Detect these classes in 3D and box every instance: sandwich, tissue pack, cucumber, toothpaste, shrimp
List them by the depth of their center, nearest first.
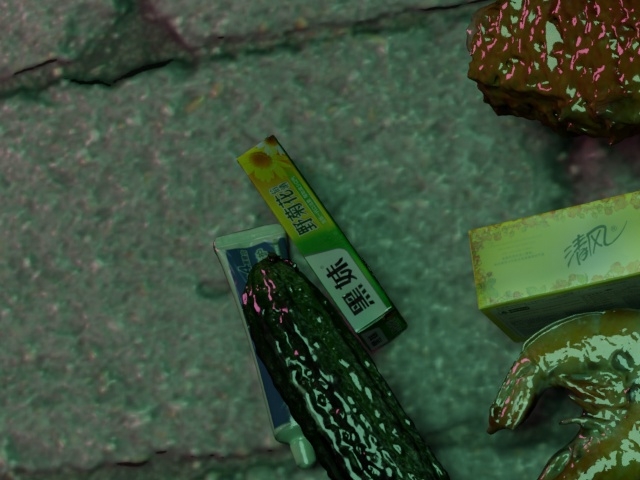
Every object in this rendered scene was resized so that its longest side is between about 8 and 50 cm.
[{"bbox_3d":[0.233,-0.151,1.317,0.301,0.162,0.250,-4,37,27],"label":"sandwich"},{"bbox_3d":[0.180,0.125,1.338,0.187,0.051,0.132,-40,67,1],"label":"shrimp"},{"bbox_3d":[0.199,0.013,1.343,0.176,0.095,0.062,-13,69,18],"label":"tissue pack"},{"bbox_3d":[0.016,0.120,1.377,0.077,0.077,0.265,-36,73,7],"label":"cucumber"},{"bbox_3d":[-0.032,0.077,1.452,0.057,0.035,0.197,-14,65,-3],"label":"toothpaste"},{"bbox_3d":[0.000,0.000,1.456,0.037,0.043,0.178,-34,63,-2],"label":"toothpaste"}]
